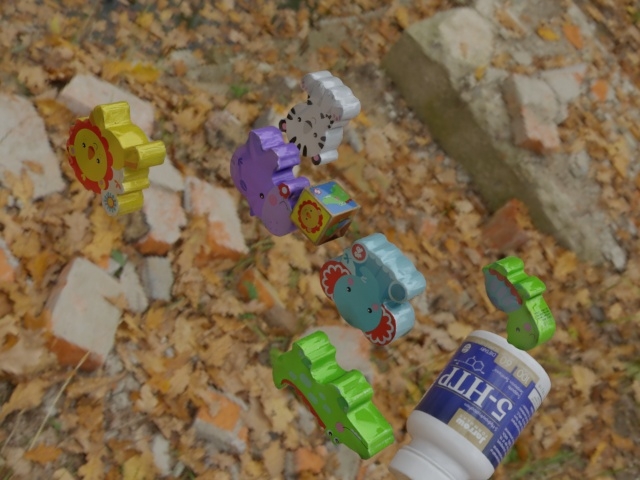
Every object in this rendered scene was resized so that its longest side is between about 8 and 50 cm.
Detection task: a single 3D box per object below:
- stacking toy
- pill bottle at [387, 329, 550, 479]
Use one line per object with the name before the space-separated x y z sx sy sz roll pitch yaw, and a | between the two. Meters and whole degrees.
stacking toy | 0.000 0.000 0.483 0.167 0.052 0.221 -19 58 -45
pill bottle | 0.163 0.204 1.063 0.112 0.112 0.186 41 73 -7
